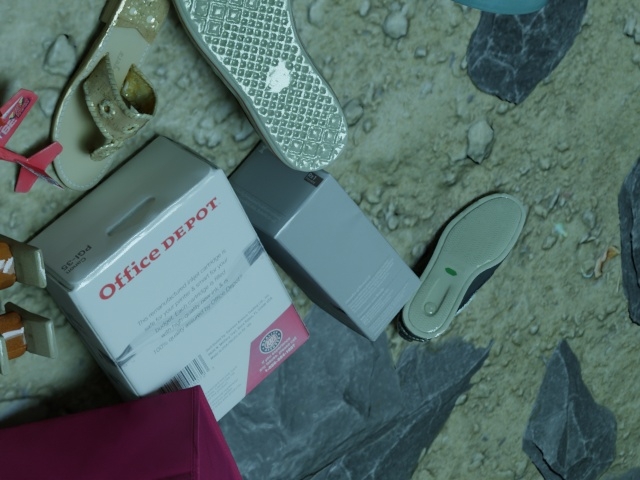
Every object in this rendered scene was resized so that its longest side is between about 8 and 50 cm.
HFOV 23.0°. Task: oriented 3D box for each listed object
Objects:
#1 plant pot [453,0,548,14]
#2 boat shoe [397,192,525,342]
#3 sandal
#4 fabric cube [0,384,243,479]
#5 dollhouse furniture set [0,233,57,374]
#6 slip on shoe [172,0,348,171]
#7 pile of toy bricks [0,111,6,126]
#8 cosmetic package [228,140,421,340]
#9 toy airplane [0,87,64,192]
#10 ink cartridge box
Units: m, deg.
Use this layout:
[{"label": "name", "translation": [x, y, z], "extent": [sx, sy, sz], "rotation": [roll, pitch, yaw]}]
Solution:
[{"label": "plant pot", "translation": [0.200, -0.394, 1.686], "extent": [0.272, 0.271, 0.255], "rotation": [-10, 134, -37]}, {"label": "boat shoe", "translation": [0.177, 0.034, 2.025], "extent": [0.233, 0.084, 0.079], "rotation": [-51, 174, -16]}, {"label": "sandal", "translation": [-0.198, -0.150, 1.583], "extent": [0.088, 0.079, 0.240], "rotation": [11, 105, -43]}, {"label": "fabric cube", "translation": [-0.212, 0.346, 1.644], "extent": [0.258, 0.259, 0.254], "rotation": [-12, 129, 7]}, {"label": "dollhouse furniture set", "translation": [-0.405, 0.131, 1.552], "extent": [0.262, 0.135, 0.259], "rotation": [-19, 112, -33]}, {"label": "slip on shoe", "translation": [-0.077, -0.221, 1.644], "extent": [0.123, 0.101, 0.331], "rotation": [-33, 118, -8]}, {"label": "pile of toy bricks", "translation": [-0.402, -0.114, 1.409], "extent": [0.212, 0.118, 0.105], "rotation": [-23, 125, -13]}, {"label": "cosmetic package", "translation": [0.000, 0.000, 1.803], "extent": [0.107, 0.127, 0.238], "rotation": [-51, 133, -6]}, {"label": "toy airplane", "translation": [-0.312, -0.088, 1.552], "extent": [0.151, 0.028, 0.151], "rotation": [-16, 133, -19]}, {"label": "ink cartridge box", "translation": [-0.160, 0.058, 1.701], "extent": [0.207, 0.117, 0.283], "rotation": [-41, 133, -16]}]
